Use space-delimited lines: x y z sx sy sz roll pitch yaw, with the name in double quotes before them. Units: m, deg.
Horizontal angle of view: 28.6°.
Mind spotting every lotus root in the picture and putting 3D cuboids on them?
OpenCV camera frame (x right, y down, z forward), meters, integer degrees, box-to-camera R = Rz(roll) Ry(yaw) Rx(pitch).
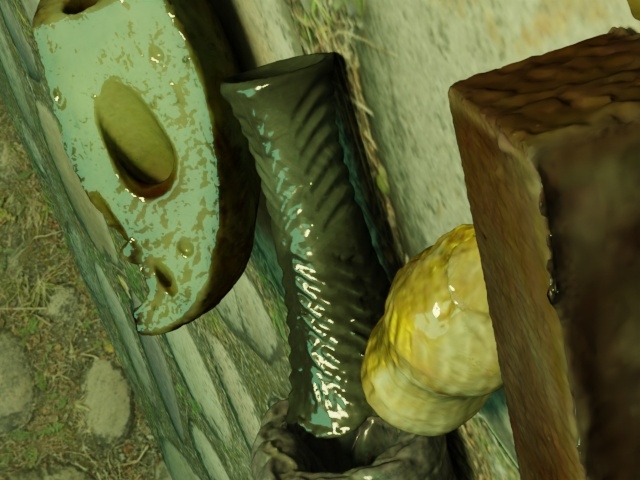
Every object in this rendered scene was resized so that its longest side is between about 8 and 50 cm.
"lotus root" -0.113 -0.095 1.003 0.210 0.142 0.314 -73 -31 -55

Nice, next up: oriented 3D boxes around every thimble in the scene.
"thimble" 0.024 0.170 0.901 0.150 0.150 0.098 36 146 58

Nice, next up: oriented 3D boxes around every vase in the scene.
"vase" 0.000 0.000 0.830 0.115 0.115 0.237 22 131 65

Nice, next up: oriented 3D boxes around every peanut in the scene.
"peanut" 0.073 0.056 0.710 0.087 0.087 0.207 60 163 17

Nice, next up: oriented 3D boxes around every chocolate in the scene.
"chocolate" 0.132 0.073 0.539 0.112 0.112 0.321 -130 22 -61

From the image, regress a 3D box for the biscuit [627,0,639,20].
"biscuit" 0.110 -0.161 0.297 0.259 0.079 0.259 162 90 -82
